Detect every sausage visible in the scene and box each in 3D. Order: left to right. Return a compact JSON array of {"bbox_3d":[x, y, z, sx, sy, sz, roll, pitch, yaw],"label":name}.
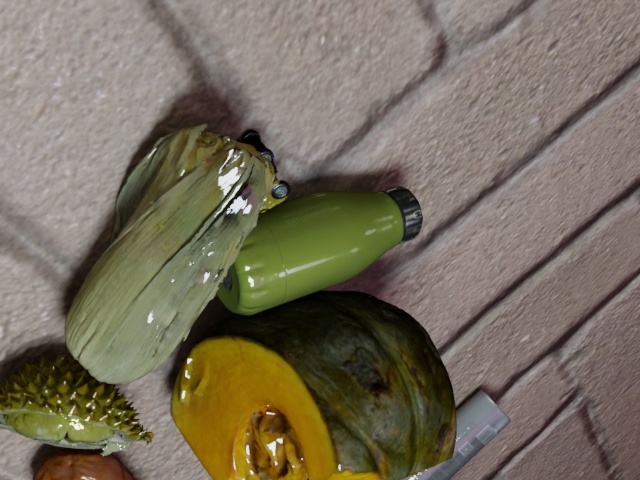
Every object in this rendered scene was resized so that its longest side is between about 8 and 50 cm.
[{"bbox_3d":[-0.271,0.342,1.160,0.114,0.113,0.259,-34,139,-12],"label":"sausage"}]

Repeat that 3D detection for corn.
[{"bbox_3d":[-0.156,0.014,0.943,0.122,0.123,0.305,22,112,-30],"label":"corn"}]

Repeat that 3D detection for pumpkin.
[{"bbox_3d":[-0.010,0.186,1.106,0.303,0.256,0.226,-27,167,40],"label":"pumpkin"}]

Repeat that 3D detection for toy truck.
[{"bbox_3d":[-0.072,-0.071,1.011,0.054,0.049,0.083,-31,136,-4],"label":"toy truck"}]

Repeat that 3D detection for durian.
[{"bbox_3d":[-0.257,0.185,1.019,0.208,0.147,0.102,31,59,-39],"label":"durian"}]

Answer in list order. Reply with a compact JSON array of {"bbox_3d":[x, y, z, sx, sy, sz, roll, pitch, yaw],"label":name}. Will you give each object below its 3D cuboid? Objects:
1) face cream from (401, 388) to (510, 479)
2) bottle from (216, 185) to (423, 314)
[{"bbox_3d":[0.210,0.378,1.613,0.269,0.073,0.107,-44,134,1],"label":"face cream"},{"bbox_3d":[0.000,0.000,1.082,0.260,0.112,0.112,-18,134,-27],"label":"bottle"}]
